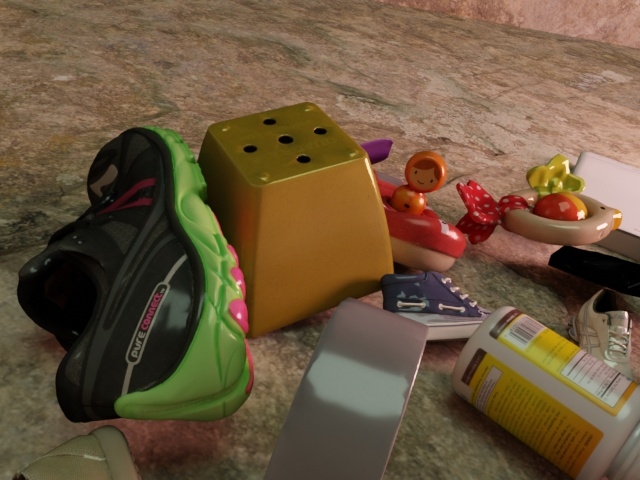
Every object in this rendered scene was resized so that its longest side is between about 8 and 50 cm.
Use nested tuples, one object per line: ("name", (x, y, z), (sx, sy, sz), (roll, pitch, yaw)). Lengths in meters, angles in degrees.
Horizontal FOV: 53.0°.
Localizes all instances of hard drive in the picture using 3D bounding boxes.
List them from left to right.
("hard drive", (0.593, -0.069, 1.246), (0.233, 0.047, 0.353), (24, 34, 17))

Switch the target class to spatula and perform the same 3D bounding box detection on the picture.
("spatula", (0.051, -0.122, 0.981), (0.084, 0.030, 0.296), (-16, 4, -3))

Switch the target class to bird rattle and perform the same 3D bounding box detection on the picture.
("bird rattle", (0.345, -0.052, 1.007), (0.253, 0.143, 0.207), (-7, 23, -35))

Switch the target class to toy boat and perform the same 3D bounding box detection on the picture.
("toy boat", (0.130, -0.058, 0.927), (0.151, 0.151, 0.231), (16, 24, -25))

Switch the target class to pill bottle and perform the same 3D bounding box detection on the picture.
("pill bottle", (0.254, 0.170, 0.672), (0.215, 0.117, 0.117), (34, 37, 30))

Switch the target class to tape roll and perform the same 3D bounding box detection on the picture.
("tape roll", (0.016, 0.158, 0.504), (0.072, 0.219, 0.219), (19, 32, 10))

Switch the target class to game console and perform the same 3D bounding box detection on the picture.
("game console", (0.534, 0.072, 0.942), (0.361, 0.044, 0.213), (12, 7, -12))

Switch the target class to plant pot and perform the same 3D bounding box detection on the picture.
("plant pot", (-0.042, -0.046, 0.790), (0.212, 0.187, 0.212), (-18, 44, -22))

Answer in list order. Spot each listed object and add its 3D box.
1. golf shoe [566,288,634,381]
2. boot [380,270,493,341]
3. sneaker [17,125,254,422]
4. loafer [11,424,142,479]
("golf shoe", (0.359, 0.129, 0.808), (0.069, 0.086, 0.176), (13, 33, -3))
("boot", (0.166, 0.080, 0.795), (0.190, 0.069, 0.086), (0, 76, -20))
("sneaker", (-0.217, 0.005, 0.688), (0.202, 0.185, 0.483), (-9, 29, -19))
("loafer", (-0.151, 0.240, 0.435), (0.092, 0.102, 0.268), (-8, 28, -28))
